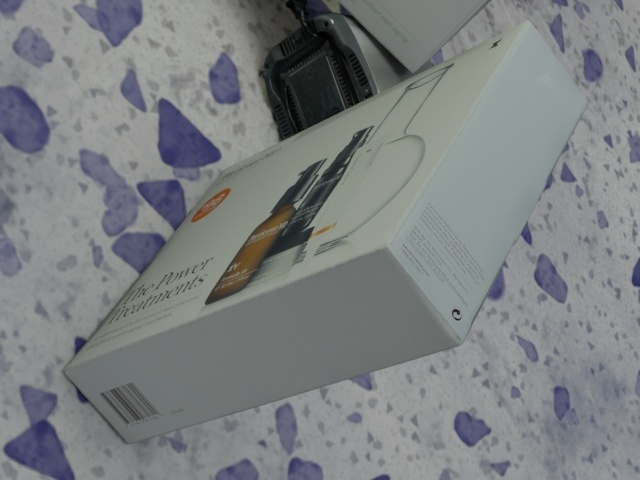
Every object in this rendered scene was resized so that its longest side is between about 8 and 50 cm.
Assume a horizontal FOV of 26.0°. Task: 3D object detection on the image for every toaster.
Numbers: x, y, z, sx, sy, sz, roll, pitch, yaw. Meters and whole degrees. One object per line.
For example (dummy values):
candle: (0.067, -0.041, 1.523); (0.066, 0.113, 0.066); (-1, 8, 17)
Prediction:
toaster: (0.043, -0.132, 1.379); (0.146, 0.129, 0.227); (-4, 69, -49)

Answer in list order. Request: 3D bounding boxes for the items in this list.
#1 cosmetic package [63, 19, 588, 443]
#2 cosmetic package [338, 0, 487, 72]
cosmetic package: (0.000, 0.000, 1.100); (0.097, 0.377, 0.284); (52, 45, -16)
cosmetic package: (0.127, -0.333, 1.432); (0.197, 0.155, 0.365); (45, 32, 0)
